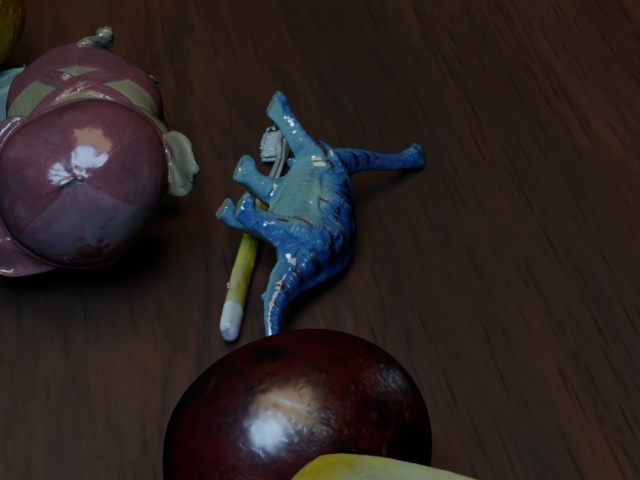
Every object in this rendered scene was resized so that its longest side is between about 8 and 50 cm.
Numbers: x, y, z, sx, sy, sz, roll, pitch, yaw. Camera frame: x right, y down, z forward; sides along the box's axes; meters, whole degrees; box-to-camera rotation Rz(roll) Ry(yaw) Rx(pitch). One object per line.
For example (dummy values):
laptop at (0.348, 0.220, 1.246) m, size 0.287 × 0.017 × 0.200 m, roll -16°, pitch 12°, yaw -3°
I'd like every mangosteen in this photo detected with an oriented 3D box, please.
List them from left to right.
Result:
mangosteen at (-0.001, 0.150, 0.970) m, size 0.199 × 0.200 × 0.200 m, roll -2°, pitch 37°, yaw 1°

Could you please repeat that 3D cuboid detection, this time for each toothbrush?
toothbrush at (-0.056, -0.013, 1.303) m, size 0.024 × 0.021 × 0.288 m, roll -6°, pitch 35°, yaw 14°

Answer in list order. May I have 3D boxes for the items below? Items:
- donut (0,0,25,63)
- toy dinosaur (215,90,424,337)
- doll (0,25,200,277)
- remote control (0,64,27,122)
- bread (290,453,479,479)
donut at (-0.394, -0.196, 1.453) m, size 0.277 × 0.108 × 0.277 m, roll -15°, pitch 25°, yaw 7°
toy dinosaur at (-0.020, -0.025, 1.260) m, size 0.144 × 0.076 × 0.329 m, roll 39°, pitch 41°, yaw -7°
doll at (-0.195, -0.059, 1.267) m, size 0.196 × 0.152 × 0.256 m, roll -36°, pitch 21°, yaw 8°
remote control at (-0.340, -0.089, 1.384) m, size 0.104 × 0.052 × 0.247 m, roll 6°, pitch 33°, yaw 43°
bread at (0.151, 0.264, 0.734) m, size 0.329 × 0.245 × 0.424 m, roll -25°, pitch 37°, yaw -27°
